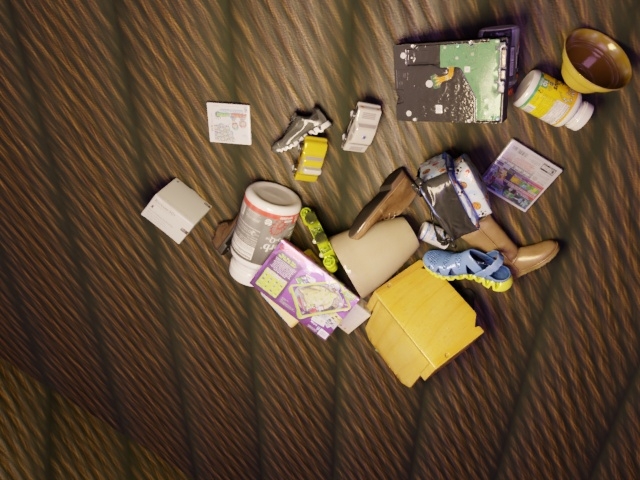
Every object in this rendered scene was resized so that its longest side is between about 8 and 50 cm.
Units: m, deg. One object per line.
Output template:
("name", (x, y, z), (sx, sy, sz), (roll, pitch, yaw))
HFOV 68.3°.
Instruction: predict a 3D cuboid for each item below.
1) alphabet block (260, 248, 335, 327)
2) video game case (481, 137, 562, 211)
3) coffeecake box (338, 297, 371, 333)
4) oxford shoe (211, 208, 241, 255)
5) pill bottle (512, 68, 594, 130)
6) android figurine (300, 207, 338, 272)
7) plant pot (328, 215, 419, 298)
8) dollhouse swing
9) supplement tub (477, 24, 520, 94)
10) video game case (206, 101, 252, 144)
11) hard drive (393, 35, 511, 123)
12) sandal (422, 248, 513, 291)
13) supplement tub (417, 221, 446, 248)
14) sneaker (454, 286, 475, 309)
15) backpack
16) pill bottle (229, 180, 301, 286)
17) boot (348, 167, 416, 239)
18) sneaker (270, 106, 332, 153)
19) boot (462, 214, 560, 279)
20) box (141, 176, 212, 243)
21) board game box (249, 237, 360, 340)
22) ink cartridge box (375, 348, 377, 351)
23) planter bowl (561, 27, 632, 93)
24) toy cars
("alphabet block", (-0.078, 0.182, 1.843), (0.193, 0.192, 0.197), (47, 119, 3))
("video game case", (0.668, -0.217, 1.591), (0.201, 0.023, 0.183), (30, 119, -6))
("coffeecake box", (0.095, 0.275, 1.947), (0.185, 0.068, 0.142), (39, 118, -10))
("oxford shoe", (-0.361, -0.051, 1.862), (0.096, 0.083, 0.227), (44, 110, 9))
("pill bottle", (0.702, -0.416, 1.421), (0.208, 0.117, 0.117), (27, 120, -3))
("android figurine", (0.000, 0.000, 1.727), (0.056, 0.273, 0.248), (-26, 71, -1))
("plant pot", (0.209, 0.035, 1.710), (0.274, 0.256, 0.256), (-29, 110, 4))
("dollhouse swing", (0.375, 0.335, 1.809), (0.315, 0.347, 0.305), (-33, 153, -11))
("supplement tub", (0.525, -0.529, 1.398), (0.117, 0.117, 0.190), (-2, 118, 12))
("video game case", (-0.325, -0.418, 1.689), (0.157, 0.019, 0.143), (6, 119, 8))
("hard drive", (0.386, -0.476, 1.415), (0.339, 0.064, 0.237), (11, 123, 35))
("sandal", (0.525, 0.077, 1.682), (0.317, 0.126, 0.138), (9, 139, 20))
("supplement tub", (0.416, -0.019, 1.722), (0.107, 0.071, 0.071), (22, 120, -1))
("sneaker", (0.467, 0.285, 1.842), (0.286, 0.130, 0.109), (-32, 110, 26))
("backpack", (0.422, -0.166, 1.533), (0.213, 0.263, 0.276), (-24, 118, 15))
("pill bottle", (-0.218, -0.019, 1.771), (0.210, 0.210, 0.363), (21, 120, 0))
("boot", (0.220, -0.103, 1.629), (0.115, 0.112, 0.305), (45, 79, -20))
("sneaker", (-0.082, -0.386, 1.627), (0.234, 0.078, 0.106), (-24, 108, 18))
("boot", (0.667, 0.000, 1.672), (0.269, 0.089, 0.236), (44, 117, -11))
("box", (-0.545, -0.117, 1.803), (0.181, 0.182, 0.119), (40, 119, -10))
("board game box", (-0.056, 0.175, 1.689), (0.347, 0.056, 0.208), (38, 107, -1))
("ink cartridge box", (0.360, 0.455, 1.979), (0.208, 0.087, 0.153), (39, 118, -9))
("planter bowl", (0.767, -0.493, 1.356), (0.217, 0.217, 0.090), (26, 155, -3))
("toy cars", (0.053, -0.309, 1.593), (0.394, 0.087, 0.176), (-29, 137, 21))
